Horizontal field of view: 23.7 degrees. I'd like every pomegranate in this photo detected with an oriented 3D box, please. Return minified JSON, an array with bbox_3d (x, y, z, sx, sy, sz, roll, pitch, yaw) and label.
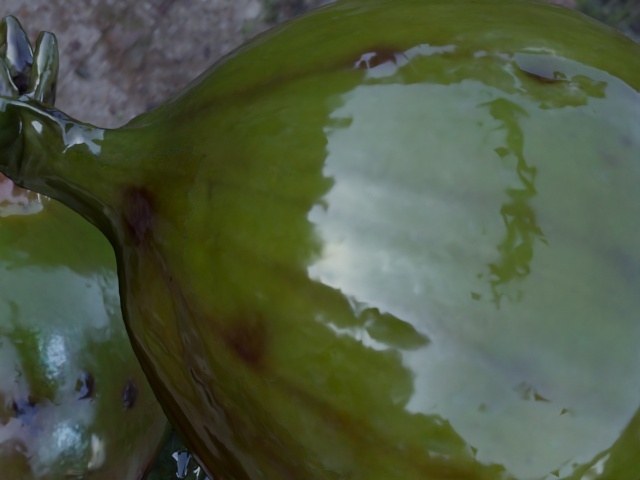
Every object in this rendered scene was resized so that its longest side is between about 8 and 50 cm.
[{"bbox_3d":[-0.124,0.023,0.542,0.159,0.159,0.205,-13,118,-36],"label":"pomegranate"}]

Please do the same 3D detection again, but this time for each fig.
[{"bbox_3d":[0.004,0.010,0.371,0.186,0.142,0.148,18,55,9],"label":"fig"}]

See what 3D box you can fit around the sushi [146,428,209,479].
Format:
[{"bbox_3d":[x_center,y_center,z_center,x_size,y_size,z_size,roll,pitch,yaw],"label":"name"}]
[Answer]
[{"bbox_3d":[-0.010,0.091,0.824,0.178,0.352,0.294,48,-1,41],"label":"sushi"}]
